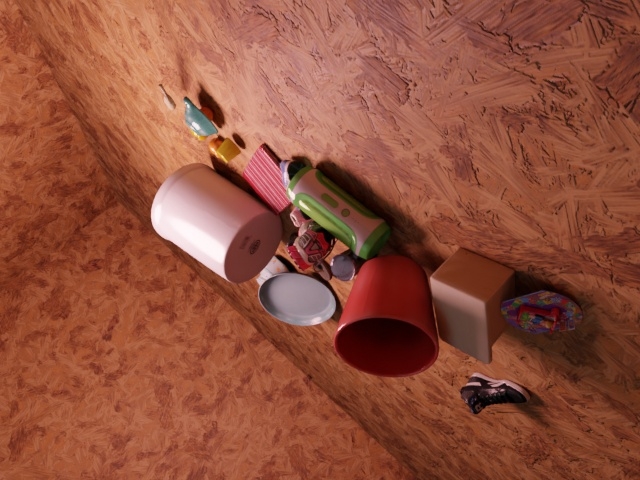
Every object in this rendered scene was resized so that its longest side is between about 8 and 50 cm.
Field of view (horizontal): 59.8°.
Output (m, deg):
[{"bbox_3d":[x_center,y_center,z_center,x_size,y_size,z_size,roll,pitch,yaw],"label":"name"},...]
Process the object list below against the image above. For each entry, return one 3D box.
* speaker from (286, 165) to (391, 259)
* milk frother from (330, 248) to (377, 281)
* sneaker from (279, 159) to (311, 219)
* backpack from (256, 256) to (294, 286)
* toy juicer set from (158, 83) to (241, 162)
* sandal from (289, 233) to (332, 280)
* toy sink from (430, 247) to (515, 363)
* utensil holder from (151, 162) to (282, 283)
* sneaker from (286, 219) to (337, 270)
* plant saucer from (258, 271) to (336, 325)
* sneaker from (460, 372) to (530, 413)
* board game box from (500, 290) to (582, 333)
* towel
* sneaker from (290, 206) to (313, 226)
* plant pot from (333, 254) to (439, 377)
[{"bbox_3d":[0.049,-0.078,1.536,0.296,0.131,0.131,39,157,17],"label":"speaker"},{"bbox_3d":[0.083,0.026,1.638,0.143,0.134,0.129,32,123,23],"label":"milk frother"},{"bbox_3d":[-0.062,-0.157,1.681,0.081,0.080,0.211,34,149,51],"label":"sneaker"},{"bbox_3d":[-0.188,0.158,2.355,0.166,0.144,0.188,24,147,54],"label":"backpack"},{"bbox_3d":[-0.405,-0.405,1.857,0.329,0.089,0.209,46,173,-22],"label":"toy juicer set"},{"bbox_3d":[-0.044,0.069,2.043,0.219,0.060,0.090,49,158,-6],"label":"sandal"},{"bbox_3d":[0.376,0.157,1.346,0.152,0.131,0.234,26,146,41],"label":"toy sink"},{"bbox_3d":[-0.379,-0.062,2.082,0.385,0.327,0.328,32,154,25],"label":"utensil holder"},{"bbox_3d":[0.000,0.000,1.642,0.121,0.112,0.299,56,-161,-9],"label":"sneaker"},{"bbox_3d":[-0.092,0.229,2.246,0.317,0.044,0.318,7,134,7],"label":"plant saucer"},{"bbox_3d":[0.512,0.478,1.664,0.079,0.121,0.217,52,157,-18],"label":"sneaker"},{"bbox_3d":[0.480,0.171,1.218,0.133,0.033,0.168,39,140,-21],"label":"board game box"},{"bbox_3d":[-0.164,-0.196,1.844,0.199,0.031,0.275,50,156,-3],"label":"towel"},{"bbox_3d":[-0.042,-0.056,1.812,0.134,0.070,0.051,43,156,4],"label":"sneaker"},{"bbox_3d":[0.185,0.189,1.481,0.274,0.243,0.275,7,136,7],"label":"plant pot"}]
